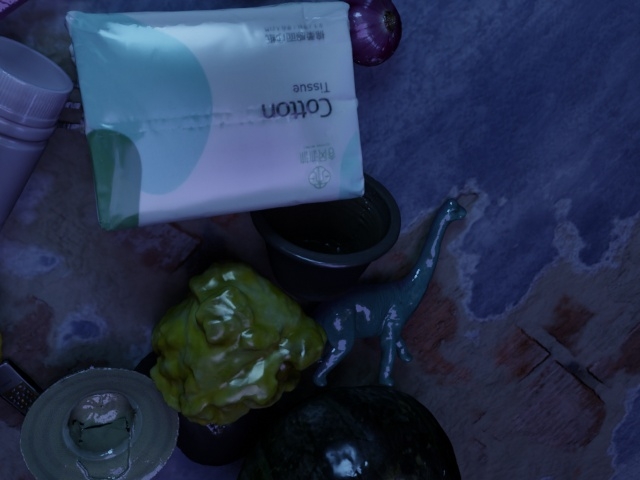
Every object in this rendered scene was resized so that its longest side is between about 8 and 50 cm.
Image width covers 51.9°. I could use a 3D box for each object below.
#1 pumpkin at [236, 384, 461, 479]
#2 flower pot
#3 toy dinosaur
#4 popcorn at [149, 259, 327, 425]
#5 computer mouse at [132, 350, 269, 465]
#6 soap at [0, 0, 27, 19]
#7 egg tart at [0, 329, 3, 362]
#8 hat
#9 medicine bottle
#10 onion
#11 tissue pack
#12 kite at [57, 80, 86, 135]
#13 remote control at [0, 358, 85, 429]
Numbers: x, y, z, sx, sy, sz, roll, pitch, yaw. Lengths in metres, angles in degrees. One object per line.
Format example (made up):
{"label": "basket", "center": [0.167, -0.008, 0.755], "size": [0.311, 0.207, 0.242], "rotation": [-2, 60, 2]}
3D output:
{"label": "pumpkin", "center": [0.053, 0.474, 1.208], "size": [0.455, 0.344, 0.454], "rotation": [-11, 121, -19]}
{"label": "flower pot", "center": [0.000, 0.000, 1.044], "size": [0.235, 0.235, 0.148], "rotation": [-5, 137, -16]}
{"label": "toy dinosaur", "center": [0.068, 0.085, 1.173], "size": [0.384, 0.129, 0.330], "rotation": [-1, 105, -17]}
{"label": "popcorn", "center": [-0.143, 0.172, 1.055], "size": [0.250, 0.235, 0.241], "rotation": [-41, 90, 23]}
{"label": "computer mouse", "center": [-0.204, 0.300, 1.183], "size": [0.168, 0.087, 0.295], "rotation": [-32, 118, -1]}
{"label": "soap", "center": [-0.369, -0.393, 0.780], "size": [0.259, 0.081, 0.181], "rotation": [-34, 121, 1]}
{"label": "egg tart", "center": [-0.613, 0.138, 0.948], "size": [0.294, 0.123, 0.294], "rotation": [-8, 122, -13]}
{"label": "hat", "center": [-0.372, 0.301, 1.115], "size": [0.252, 0.110, 0.251], "rotation": [-6, 108, -20]}
{"label": "medicine bottle", "center": [-0.431, -0.125, 0.850], "size": [0.133, 0.133, 0.249], "rotation": [27, 113, -28]}
{"label": "onion", "center": [0.065, -0.310, 0.964], "size": [0.105, 0.115, 0.115], "rotation": [-13, 133, 41]}
{"label": "tissue pack", "center": [-0.137, -0.171, 0.883], "size": [0.357, 0.194, 0.266], "rotation": [-9, 102, -15]}
{"label": "kite", "center": [-0.332, -0.184, 0.938], "size": [0.230, 0.016, 0.127], "rotation": [1, 112, -19]}
{"label": "remote control", "center": [-0.479, 0.280, 1.118], "size": [0.059, 0.028, 0.212], "rotation": [-35, 122, -3]}
